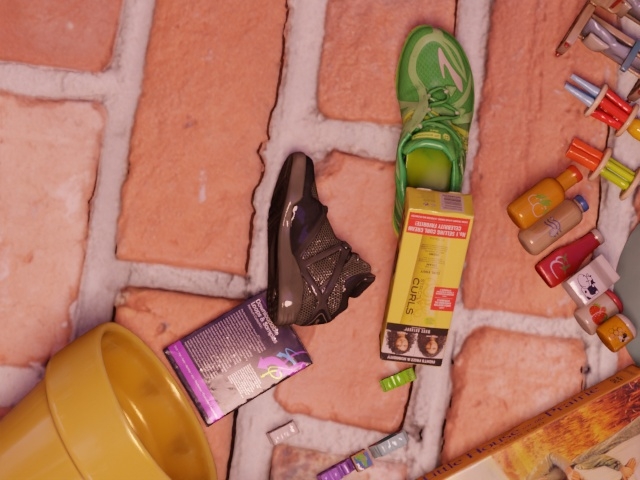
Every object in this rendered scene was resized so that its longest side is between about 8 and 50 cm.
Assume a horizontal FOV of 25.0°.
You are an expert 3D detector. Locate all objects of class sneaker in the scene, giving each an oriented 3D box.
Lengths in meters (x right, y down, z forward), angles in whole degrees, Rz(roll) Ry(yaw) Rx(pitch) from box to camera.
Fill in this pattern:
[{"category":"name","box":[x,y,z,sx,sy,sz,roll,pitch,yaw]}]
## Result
[{"category":"sneaker","box":[0.000,0.000,1.862,0.130,0.087,0.227,4,73,-19]},{"category":"sneaker","box":[0.150,-0.137,1.862,0.109,0.123,0.295,2,83,-3]}]

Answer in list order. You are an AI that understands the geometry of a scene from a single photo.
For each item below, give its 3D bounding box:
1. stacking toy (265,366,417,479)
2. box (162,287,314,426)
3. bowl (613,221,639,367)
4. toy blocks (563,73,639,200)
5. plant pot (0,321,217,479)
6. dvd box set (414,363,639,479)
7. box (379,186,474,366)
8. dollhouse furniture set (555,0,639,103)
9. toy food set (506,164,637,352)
[{"category":"stacking toy","box":[0.057,0.280,1.852,0.221,0.052,0.167,-25,88,-8]},{"category":"box","box":[-0.106,0.151,1.864,0.162,0.029,0.116,-30,87,-5]},{"category":"bowl","box":[0.549,0.067,1.847,0.311,0.163,0.311,1,83,-4]},{"category":"toy blocks","box":[0.371,-0.141,1.911,0.148,0.054,0.123,33,82,0]},{"category":"plant pot","box":[-0.291,0.264,1.743,0.239,0.254,0.254,-31,87,8]},{"category":"dvd box set","box":[0.286,0.386,1.822,0.420,0.062,0.307,-26,96,-6]},{"category":"box","box":[0.132,0.048,1.810,0.087,0.058,0.232,8,122,-3]},{"category":"dollhouse furniture set","box":[0.406,-0.279,1.863,0.129,0.183,0.129,33,83,0]},{"category":"toy food set","box":[0.345,0.024,1.863,0.104,0.111,0.232,-37,85,-6]}]
